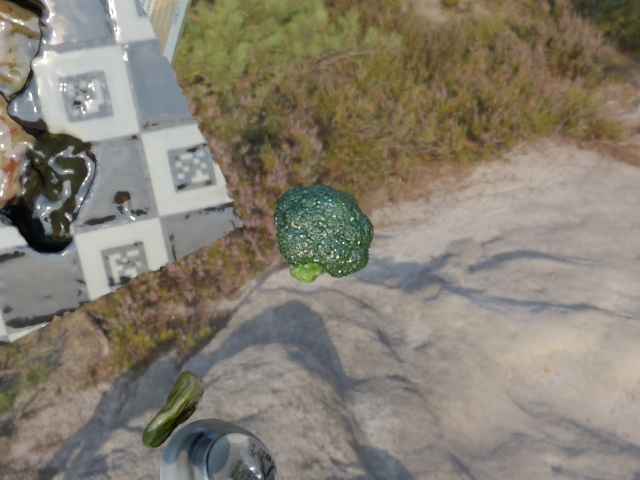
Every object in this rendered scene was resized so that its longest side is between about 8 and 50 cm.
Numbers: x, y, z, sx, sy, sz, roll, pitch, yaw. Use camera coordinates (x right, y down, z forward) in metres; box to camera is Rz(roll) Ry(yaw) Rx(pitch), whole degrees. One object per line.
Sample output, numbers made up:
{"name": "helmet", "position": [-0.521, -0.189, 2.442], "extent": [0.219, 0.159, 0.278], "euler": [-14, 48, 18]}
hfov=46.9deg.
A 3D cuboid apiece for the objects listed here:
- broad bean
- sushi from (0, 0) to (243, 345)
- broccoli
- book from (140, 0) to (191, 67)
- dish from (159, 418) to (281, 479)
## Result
{"name": "broad bean", "position": [-0.317, 0.369, 1.622], "extent": [0.072, 0.153, 0.207], "euler": [25, 26, 1]}
{"name": "sushi", "position": [-0.270, -0.081, 0.528], "extent": [0.339, 0.320, 0.069], "euler": [-28, 18, -7]}
{"name": "broccoli", "position": [0.000, 0.000, 1.937], "extent": [0.297, 0.297, 0.298], "euler": [12, 38, -10]}
{"name": "book", "position": [-0.378, -0.384, 1.256], "extent": [0.295, 0.208, 0.020], "euler": [21, 16, 2]}
{"name": "dish", "position": [-0.199, 0.529, 1.659], "extent": [0.316, 0.106, 0.317], "euler": [23, 43, -23]}
